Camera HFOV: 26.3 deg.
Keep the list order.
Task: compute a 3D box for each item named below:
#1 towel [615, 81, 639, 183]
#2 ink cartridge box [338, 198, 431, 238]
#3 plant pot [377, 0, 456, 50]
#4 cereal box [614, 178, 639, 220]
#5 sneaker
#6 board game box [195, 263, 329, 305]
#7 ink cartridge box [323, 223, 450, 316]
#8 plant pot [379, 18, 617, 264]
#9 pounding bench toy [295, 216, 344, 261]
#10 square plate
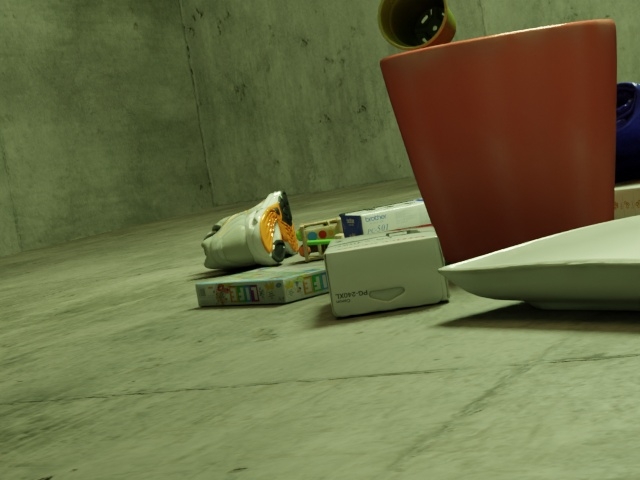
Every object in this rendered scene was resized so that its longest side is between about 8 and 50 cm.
[{"bbox_3d":[0.418,-0.122,1.819,0.308,0.076,0.227,11,-16,-40],"label":"towel"},{"bbox_3d":[0.142,-0.037,2.108,0.207,0.046,0.097,-11,5,-20],"label":"ink cartridge box"},{"bbox_3d":[0.118,-0.249,1.552,0.083,0.083,0.079,-8,-7,24],"label":"plant pot"},{"bbox_3d":[0.431,-0.055,1.691,0.173,0.047,0.240,-11,4,-37],"label":"cereal box"},{"bbox_3d":[-0.107,-0.010,1.998,0.121,0.099,0.262,-13,2,10],"label":"sneaker"},{"bbox_3d":[-0.052,0.049,1.518,0.103,0.026,0.154,-13,6,-41],"label":"board game box"},{"bbox_3d":[0.063,0.027,1.311,0.109,0.063,0.150,-9,4,3],"label":"ink cartridge box"},{"bbox_3d":[0.219,-0.108,1.550,0.274,0.243,0.275,-10,4,1],"label":"plant pot"},{"bbox_3d":[0.000,0.000,1.880,0.065,0.052,0.083,-10,4,0],"label":"pounding bench toy"},{"bbox_3d":[0.330,0.006,1.096,0.347,0.049,0.344,-12,4,-33],"label":"square plate"}]
